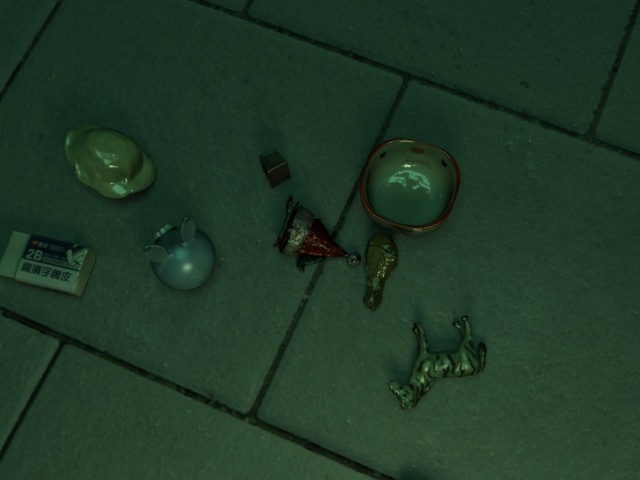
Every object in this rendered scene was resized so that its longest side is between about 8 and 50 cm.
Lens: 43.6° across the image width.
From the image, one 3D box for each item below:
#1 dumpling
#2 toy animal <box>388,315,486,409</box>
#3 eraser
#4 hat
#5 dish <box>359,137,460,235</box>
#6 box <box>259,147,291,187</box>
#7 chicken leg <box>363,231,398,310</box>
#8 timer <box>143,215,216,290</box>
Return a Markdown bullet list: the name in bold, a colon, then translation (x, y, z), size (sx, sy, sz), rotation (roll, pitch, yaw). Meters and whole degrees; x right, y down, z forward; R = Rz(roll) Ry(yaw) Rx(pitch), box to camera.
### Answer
- **dumpling**: translation (-0.547, -0.204, 2.049), size (0.250, 0.132, 0.162), rotation (30, 65, -4)
- **toy animal**: translation (0.262, 0.273, 1.884), size (0.255, 0.090, 0.170), rotation (-27, 77, -5)
- **eraser**: translation (-0.683, 0.059, 1.995), size (0.210, 0.068, 0.125), rotation (13, 73, 7)
- **hat**: translation (0.000, -0.001, 1.987), size (0.227, 0.129, 0.140), rotation (24, 48, -8)
- **dish**: translation (0.220, -0.121, 1.998), size (0.256, 0.117, 0.256), rotation (-1, 72, 2)
- **box**: translation (-0.119, -0.189, 2.052), size (0.060, 0.085, 0.063), rotation (-28, 67, -7)
- **chicken leg**: translation (0.142, 0.075, 1.963), size (0.084, 0.069, 0.198), rotation (11, 79, 7)
- **timer**: translation (-0.348, 0.015, 1.912), size (0.175, 0.255, 0.175), rotation (-11, 52, 14)
